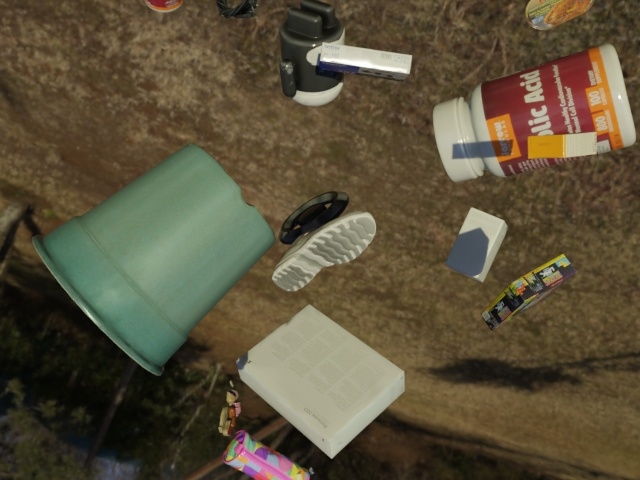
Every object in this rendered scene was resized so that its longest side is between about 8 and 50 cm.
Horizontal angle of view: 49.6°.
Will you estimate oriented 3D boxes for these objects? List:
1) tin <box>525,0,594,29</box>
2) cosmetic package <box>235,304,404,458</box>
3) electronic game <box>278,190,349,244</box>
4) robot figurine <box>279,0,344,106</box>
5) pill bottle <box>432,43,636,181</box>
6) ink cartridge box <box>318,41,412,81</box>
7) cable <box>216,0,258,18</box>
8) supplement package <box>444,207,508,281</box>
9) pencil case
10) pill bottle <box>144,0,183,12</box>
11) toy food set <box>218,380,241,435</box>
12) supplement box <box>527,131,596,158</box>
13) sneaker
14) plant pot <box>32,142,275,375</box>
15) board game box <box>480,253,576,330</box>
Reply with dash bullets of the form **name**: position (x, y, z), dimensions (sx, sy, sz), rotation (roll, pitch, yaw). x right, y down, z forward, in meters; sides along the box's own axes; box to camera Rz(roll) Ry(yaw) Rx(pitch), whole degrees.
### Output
- **tin**: position (0.665, -0.663, 1.929), dimensions (0.189, 0.040, 0.106), rotation (-20, 123, 30)
- **cosmetic package**: position (-0.003, 0.369, 1.891), dimensions (0.377, 0.284, 0.097), rotation (32, 143, 36)
- **electronic game**: position (-0.019, -0.064, 1.934), dimensions (0.048, 0.229, 0.229), rotation (56, 156, -19)
- **robot figurine**: position (-0.023, -0.487, 1.818), dimensions (0.209, 0.173, 0.278), rotation (-14, 140, -10)
- **pill bottle**: position (0.462, -0.266, 1.523), dimensions (0.392, 0.224, 0.224), rotation (-14, 155, 24)
- **ink cartridge box**: position (0.102, -0.414, 1.612), dimensions (0.207, 0.046, 0.097), rotation (8, -178, -2)
- **cable**: position (-0.219, -0.648, 1.779), dimensions (0.047, 0.151, 0.184), rotation (-12, -159, -39)
- **supplement package**: position (0.446, 0.015, 1.974), dimensions (0.105, 0.179, 0.105), rotation (25, 179, 23)
- **pencil case**: position (-0.131, 0.576, 1.759), dimensions (0.236, 0.104, 0.104), rotation (36, 165, -17)
- **pill bottle**: position (-0.319, -0.536, 1.377), dimensions (0.086, 0.086, 0.152), rotation (19, 155, 3)
- **toy food set**: position (-0.189, 0.366, 1.483), dimensions (0.019, 0.122, 0.078), rotation (-1, 137, 10)
- **supplement box**: position (0.372, -0.146, 1.063), dimensions (0.098, 0.036, 0.062), rotation (-11, -169, -39)
- **sneaker**: position (0.000, 0.000, 1.539), dimensions (0.281, 0.115, 0.105), rotation (-30, 125, 28)
- **plant pot**: position (-0.286, 0.016, 1.303), dimensions (0.341, 0.334, 0.341), rotation (47, 170, 11)
- **board game box**: position (0.421, 0.109, 1.413), dimensions (0.048, 0.141, 0.170), rotation (59, 159, 19)
